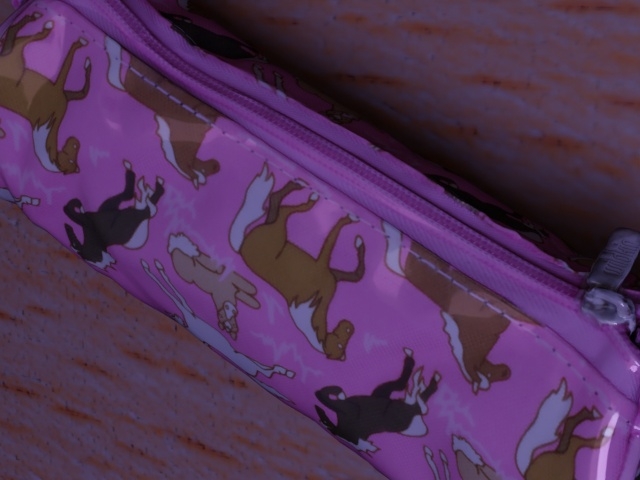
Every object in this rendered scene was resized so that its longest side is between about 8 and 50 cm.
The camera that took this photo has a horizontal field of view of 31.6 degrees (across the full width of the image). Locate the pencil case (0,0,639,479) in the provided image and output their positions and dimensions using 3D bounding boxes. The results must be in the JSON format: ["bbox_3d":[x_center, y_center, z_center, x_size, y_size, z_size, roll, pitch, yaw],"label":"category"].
[{"bbox_3d":[0.000,0.000,0.557,0.386,0.160,0.167,32,108,20],"label":"pencil case"}]
